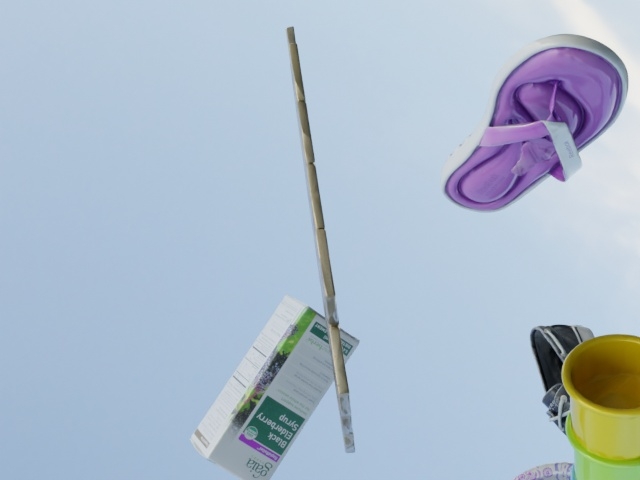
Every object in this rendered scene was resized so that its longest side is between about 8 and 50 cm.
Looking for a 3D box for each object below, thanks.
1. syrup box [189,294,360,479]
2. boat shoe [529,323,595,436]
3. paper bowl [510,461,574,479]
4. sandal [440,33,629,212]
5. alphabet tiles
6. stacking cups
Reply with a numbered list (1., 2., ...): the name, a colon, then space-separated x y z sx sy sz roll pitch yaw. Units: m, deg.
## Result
1. syrup box: -0.061 0.199 1.597 0.093 0.237 0.096 35 175 -21
2. boat shoe: 0.383 0.247 1.817 0.102 0.108 0.301 7 -133 -18
3. paper bowl: 0.425 0.524 2.078 0.284 0.284 0.148 47 -176 19
4. sandal: 0.280 -0.121 1.597 0.169 0.416 0.102 12 -117 -8
5. alphabet tiles: 0.000 0.000 1.064 0.011 0.285 0.343 -8 -116 -1
6. stacking cups: 0.263 0.225 1.081 0.096 0.316 0.096 -6 -140 5
